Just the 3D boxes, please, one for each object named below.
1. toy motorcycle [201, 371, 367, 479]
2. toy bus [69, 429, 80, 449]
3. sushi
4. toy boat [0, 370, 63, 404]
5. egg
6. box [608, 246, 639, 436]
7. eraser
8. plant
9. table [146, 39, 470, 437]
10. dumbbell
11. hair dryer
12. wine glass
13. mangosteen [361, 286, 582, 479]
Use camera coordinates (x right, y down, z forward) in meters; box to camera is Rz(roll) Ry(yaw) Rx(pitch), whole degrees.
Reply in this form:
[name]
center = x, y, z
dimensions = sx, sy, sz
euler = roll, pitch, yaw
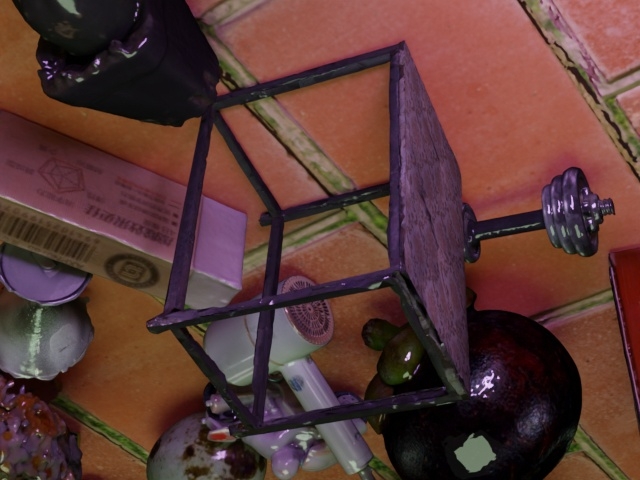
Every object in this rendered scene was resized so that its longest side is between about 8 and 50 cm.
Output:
[toy motorcycle]
center = -0.051, 0.282, 1.604
dimensions = 0.260, 0.171, 0.110
euler = 9, 136, -10
[toy bus]
center = -0.530, 0.354, 1.723
dimensions = 0.262, 0.150, 0.128
euler = 19, 105, -16
[sushi]
center = -0.530, 0.319, 1.513
dimensions = 0.417, 0.176, 0.418
euler = 4, 127, 5
[toy boat]
center = -0.555, 0.209, 1.616
dimensions = 0.317, 0.099, 0.141
euler = 12, 110, -11
[egg]
center = -0.188, 0.360, 1.700
dimensions = 0.231, 0.169, 0.169
euler = -16, 136, 40
[box]
center = 0.485, 0.254, 1.407
dimensions = 0.122, 0.345, 0.385
euler = -11, 136, 14
[eraser]
center = -0.257, -0.029, 1.292
dimensions = 0.343, 0.144, 0.078
euler = 23, 131, -20
[plant]
center = -0.211, -0.215, 1.079
dimensions = 0.141, 0.165, 0.256
euler = -18, 145, 22
[table]
center = 0.000, 0.000, 1.168
dimensions = 0.272, 0.335, 0.222
euler = -13, 135, 18
[dumbbell]
center = 0.235, -0.020, 1.312
dimensions = 0.254, 0.110, 0.110
euler = -11, 136, 25
[hair dryer]
center = -0.009, 0.236, 1.485
dimensions = 0.173, 0.107, 0.357
euler = -31, 92, 34
[wine glass]
center = -0.361, 0.074, 1.374
dimensions = 0.156, 0.156, 0.232
euler = 13, 150, -10
[mangosteen]
center = 0.204, 0.221, 1.460
dimensions = 0.300, 0.300, 0.300
euler = 2, 138, 2
